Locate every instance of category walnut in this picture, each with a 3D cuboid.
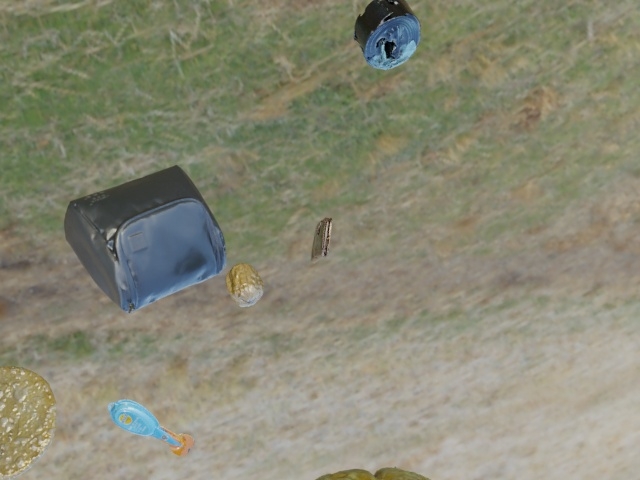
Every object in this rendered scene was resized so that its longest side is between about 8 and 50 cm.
[{"bbox_3d":[-0.164,0.095,2.019,0.083,0.096,0.079,-6,144,-21],"label":"walnut"}]

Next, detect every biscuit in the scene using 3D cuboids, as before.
[{"bbox_3d":[-0.571,0.327,1.670,0.220,0.219,0.033,-25,151,1],"label":"biscuit"}]

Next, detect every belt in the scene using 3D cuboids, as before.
[{"bbox_3d":[0.112,-0.340,1.549,0.105,0.058,0.140,-22,154,-3],"label":"belt"}]

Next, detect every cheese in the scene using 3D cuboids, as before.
[{"bbox_3d":[-0.201,0.221,1.103,0.111,0.017,0.047,32,123,-9],"label":"cheese"}]

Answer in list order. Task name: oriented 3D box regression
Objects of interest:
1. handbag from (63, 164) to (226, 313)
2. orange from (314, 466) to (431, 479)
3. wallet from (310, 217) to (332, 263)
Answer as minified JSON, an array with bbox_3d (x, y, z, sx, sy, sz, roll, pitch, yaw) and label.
[{"bbox_3d":[-0.365,-0.012,2.031,0.302,0.275,0.177,-22,149,-35],"label":"handbag"},{"bbox_3d":[0.076,0.453,1.350,0.369,0.270,0.210,-2,-163,-3],"label":"orange"},{"bbox_3d":[0.000,0.000,2.119,0.026,0.095,0.176,9,174,-6],"label":"wallet"}]
